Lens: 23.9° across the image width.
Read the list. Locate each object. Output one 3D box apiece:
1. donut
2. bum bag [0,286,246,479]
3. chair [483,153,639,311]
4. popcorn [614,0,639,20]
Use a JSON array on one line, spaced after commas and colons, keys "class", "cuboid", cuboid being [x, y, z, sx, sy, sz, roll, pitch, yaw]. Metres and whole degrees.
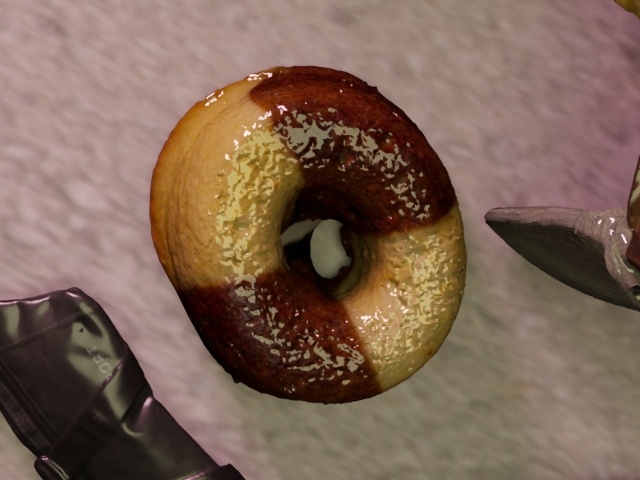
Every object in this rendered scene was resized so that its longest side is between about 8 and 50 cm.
[{"class": "donut", "cuboid": [0.000, 0.000, 0.788, 0.166, 0.073, 0.184, -15, 100, -10]}, {"class": "bum bag", "cuboid": [-0.108, 0.104, 0.795, 0.087, 0.049, 0.198, -32, 102, 20]}, {"class": "chair", "cuboid": [0.212, -0.027, 0.688, 0.160, 0.319, 0.186, 20, 96, -12]}, {"class": "popcorn", "cuboid": [0.259, -0.185, 0.750, 0.256, 0.195, 0.255, -32, 96, 14]}]
